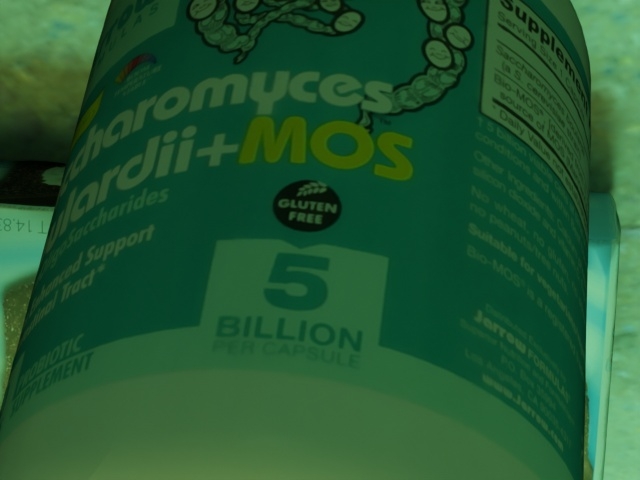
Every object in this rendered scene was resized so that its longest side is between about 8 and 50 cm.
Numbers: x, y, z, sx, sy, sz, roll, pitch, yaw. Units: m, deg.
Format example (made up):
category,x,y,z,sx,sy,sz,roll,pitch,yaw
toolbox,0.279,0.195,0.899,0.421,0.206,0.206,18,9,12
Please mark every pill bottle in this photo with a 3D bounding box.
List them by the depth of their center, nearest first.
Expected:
category,x,y,z,sx,sy,sz,roll,pitch,yaw
pill bottle,0.000,0.000,0.520,0.146,0.264,0.146,4,139,4

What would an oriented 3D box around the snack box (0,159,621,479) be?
category,x,y,z,sx,sy,sz,roll,pitch,yaw
snack box,-0.056,0.069,0.707,0.322,0.060,0.187,3,110,6
